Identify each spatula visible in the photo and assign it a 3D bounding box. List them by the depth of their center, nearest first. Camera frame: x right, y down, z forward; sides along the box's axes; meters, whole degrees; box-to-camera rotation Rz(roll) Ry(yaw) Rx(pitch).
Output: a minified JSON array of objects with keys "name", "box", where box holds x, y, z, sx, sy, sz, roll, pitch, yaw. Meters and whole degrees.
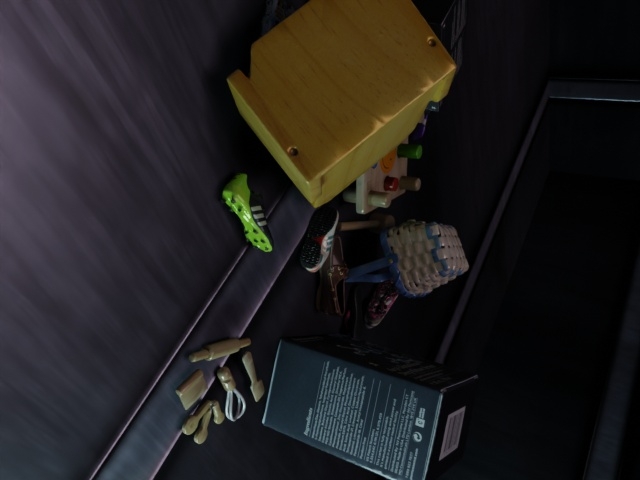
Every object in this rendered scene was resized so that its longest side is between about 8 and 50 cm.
[{"name":"spatula","box":[0.284,-0.341,1.544,0.296,0.030,0.084,2,100,-85]}]

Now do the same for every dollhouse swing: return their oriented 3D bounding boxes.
[{"name":"dollhouse swing","box":[0.033,-0.271,1.099,0.346,0.305,0.315,-40,98,-7]}]

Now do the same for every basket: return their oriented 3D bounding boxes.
[{"name":"basket","box":[0.229,0.058,1.492,0.254,0.288,0.201,5,62,-61]}]

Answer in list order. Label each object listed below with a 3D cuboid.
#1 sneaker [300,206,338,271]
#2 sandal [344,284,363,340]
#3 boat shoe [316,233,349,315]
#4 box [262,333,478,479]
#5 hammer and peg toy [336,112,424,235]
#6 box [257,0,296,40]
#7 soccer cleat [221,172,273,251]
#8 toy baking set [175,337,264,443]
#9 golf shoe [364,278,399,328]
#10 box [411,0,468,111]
[{"name":"sneaker","box":[0.000,0.000,1.306,0.075,0.057,0.161,67,41,-68]},{"name":"sandal","box":[0.090,0.213,1.542,0.067,0.040,0.179,21,68,-65]},{"name":"boat shoe","box":[0.037,0.084,1.368,0.073,0.073,0.207,-18,115,-52]},{"name":"box","box":[0.122,0.369,1.290,0.293,0.395,0.212,12,89,-60]},{"name":"hammer and peg toy","box":[0.160,-0.164,1.427,0.266,0.127,0.362,-28,123,-53]},{"name":"box","box":[-0.064,-0.397,1.071,0.137,0.027,0.094,14,87,-59]},{"name":"soccer cleat","box":[-0.126,-0.050,1.063,0.072,0.060,0.179,-60,142,-31]},{"name":"toy baking set","box":[-0.195,0.285,1.101,0.256,0.030,0.197,-12,113,-57]},{"name":"golf shoe","box":[0.179,0.183,1.659,0.186,0.067,0.086,-48,165,-41]},{"name":"box","box":[0.270,-0.468,1.315,0.261,0.103,0.184,74,38,-58]}]
